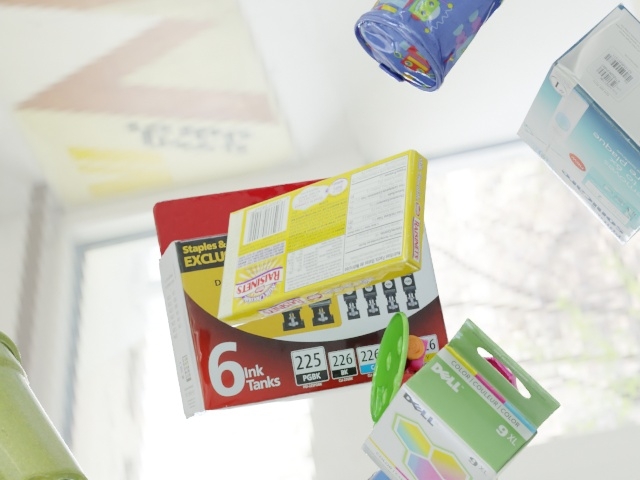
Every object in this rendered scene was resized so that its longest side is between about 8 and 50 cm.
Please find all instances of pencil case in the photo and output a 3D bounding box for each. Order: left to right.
[{"bbox_3d":[0.170,-0.296,1.909,0.119,0.306,0.133,38,159,12],"label":"pencil case"}]

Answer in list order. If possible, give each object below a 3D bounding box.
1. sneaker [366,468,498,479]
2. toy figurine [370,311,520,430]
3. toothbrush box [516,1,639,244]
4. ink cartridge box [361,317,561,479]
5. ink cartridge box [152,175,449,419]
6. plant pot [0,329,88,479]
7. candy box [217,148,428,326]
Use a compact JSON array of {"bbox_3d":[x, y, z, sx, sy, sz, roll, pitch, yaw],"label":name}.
[{"bbox_3d":[0.068,0.310,2.006,0.130,0.236,0.323,61,-160,-11],"label":"sneaker"},{"bbox_3d":[0.147,0.179,1.928,0.130,0.159,0.173,118,163,-57],"label":"toy figurine"},{"bbox_3d":[0.385,-0.141,2.190,0.216,0.126,0.295,47,170,8],"label":"toothbrush box"},{"bbox_3d":[0.116,0.162,1.474,0.109,0.062,0.209,45,151,10],"label":"ink cartridge box"},{"bbox_3d":[-0.027,0.053,2.054,0.130,0.309,0.272,144,115,-72],"label":"ink cartridge box"},{"bbox_3d":[-0.442,0.294,2.243,0.254,0.276,0.276,41,170,30],"label":"plant pot"},{"bbox_3d":[0.000,0.000,1.429,0.027,0.206,0.105,30,-126,-42],"label":"candy box"}]
